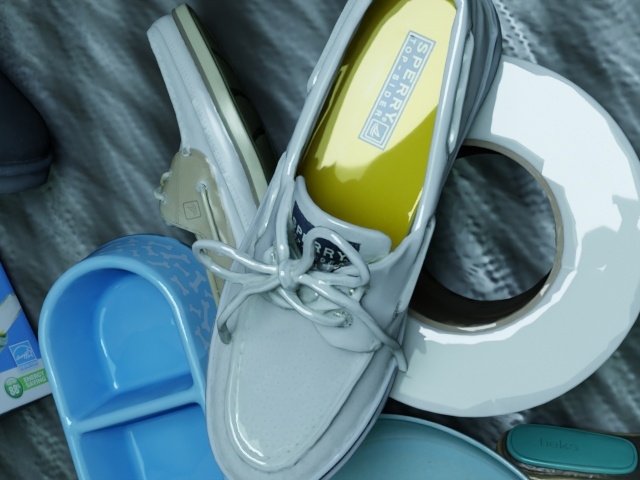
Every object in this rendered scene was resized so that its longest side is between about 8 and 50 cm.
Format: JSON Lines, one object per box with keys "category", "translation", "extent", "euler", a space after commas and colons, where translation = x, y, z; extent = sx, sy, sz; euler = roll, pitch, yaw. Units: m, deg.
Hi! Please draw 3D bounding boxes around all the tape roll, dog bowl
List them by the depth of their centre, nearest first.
{"category": "tape roll", "translation": [0.115, -0.007, 0.740], "extent": [0.246, 0.169, 0.246], "euler": [1, 92, 15]}
{"category": "dog bowl", "translation": [-0.146, 0.141, 0.867], "extent": [0.166, 0.074, 0.297], "euler": [-18, 89, 15]}

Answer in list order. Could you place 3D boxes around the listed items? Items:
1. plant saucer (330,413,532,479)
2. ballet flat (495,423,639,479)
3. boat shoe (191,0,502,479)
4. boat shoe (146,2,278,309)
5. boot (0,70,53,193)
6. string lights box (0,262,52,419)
{"category": "plant saucer", "translation": [0.079, 0.280, 0.764], "extent": [0.318, 0.044, 0.317], "euler": [7, 103, 34]}
{"category": "ballet flat", "translation": [0.252, 0.187, 0.775], "extent": [0.232, 0.080, 0.073], "euler": [5, 122, 17]}
{"category": "boat shoe", "translation": [0.008, 0.002, 0.600], "extent": [0.136, 0.156, 0.367], "euler": [26, 99, 12]}
{"category": "boat shoe", "translation": [-0.083, -0.041, 0.820], "extent": [0.103, 0.113, 0.302], "euler": [-24, 88, 9]}
{"category": "boot", "translation": [-0.333, -0.301, 0.801], "extent": [0.367, 0.146, 0.445], "euler": [27, 114, 12]}
{"category": "string lights box", "translation": [-0.350, 0.045, 0.880], "extent": [0.077, 0.133, 0.259], "euler": [-28, 86, 28]}
